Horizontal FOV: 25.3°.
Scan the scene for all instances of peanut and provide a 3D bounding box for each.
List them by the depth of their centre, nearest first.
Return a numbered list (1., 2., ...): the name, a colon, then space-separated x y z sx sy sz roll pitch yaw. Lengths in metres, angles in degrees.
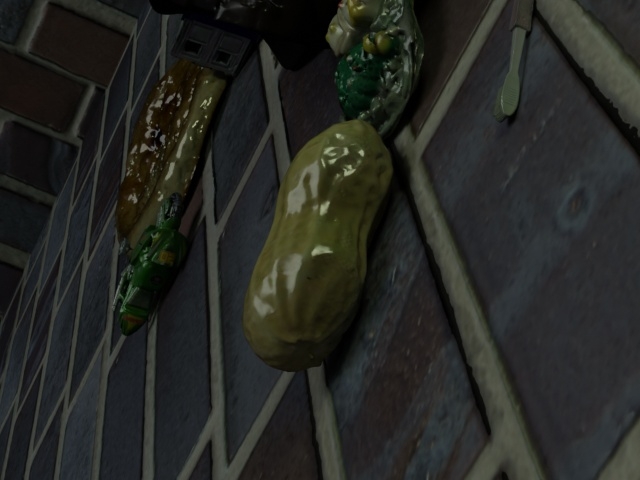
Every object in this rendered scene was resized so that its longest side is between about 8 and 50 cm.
1. peanut: 0.000 0.000 1.134 0.098 0.090 0.214 120 167 -70

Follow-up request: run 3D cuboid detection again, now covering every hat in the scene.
1. hat: -0.070 -0.319 1.559 0.336 0.238 0.209 -151 81 -84

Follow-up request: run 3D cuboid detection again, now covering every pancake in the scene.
1. pancake: -0.227 -0.135 2.118 0.356 0.065 0.356 -54 25 39

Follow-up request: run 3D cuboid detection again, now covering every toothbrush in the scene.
1. toothbrush: 0.143 -0.164 1.020 0.017 0.014 0.194 -44 29 57

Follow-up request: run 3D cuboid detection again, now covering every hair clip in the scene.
1. hair clip: 0.048 -0.232 1.288 0.138 0.091 0.321 125 161 -46

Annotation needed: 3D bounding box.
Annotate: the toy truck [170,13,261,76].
1. toy truck: -0.127 -0.380 2.011 0.155 0.124 0.268 125 159 -52

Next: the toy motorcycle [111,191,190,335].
1. toy motorcycle: -0.221 0.030 1.882 0.190 0.074 0.106 -60 26 26
